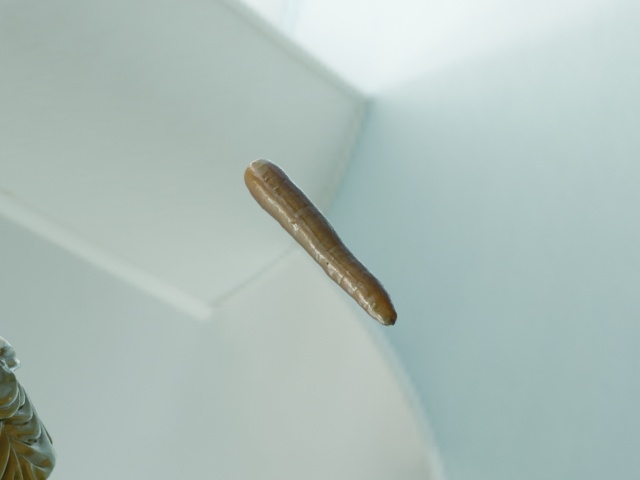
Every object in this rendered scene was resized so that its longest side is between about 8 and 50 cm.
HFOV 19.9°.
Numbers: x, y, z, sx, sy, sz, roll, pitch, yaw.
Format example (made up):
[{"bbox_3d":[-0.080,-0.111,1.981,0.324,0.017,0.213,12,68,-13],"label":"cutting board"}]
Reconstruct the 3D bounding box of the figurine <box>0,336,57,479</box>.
[{"bbox_3d":[-0.269,0.016,1.135,0.187,0.168,0.315,-26,-58,-40],"label":"figurine"}]

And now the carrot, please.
[{"bbox_3d":[0.000,0.000,1.797,0.043,0.248,0.043,-29,-34,-22],"label":"carrot"}]
